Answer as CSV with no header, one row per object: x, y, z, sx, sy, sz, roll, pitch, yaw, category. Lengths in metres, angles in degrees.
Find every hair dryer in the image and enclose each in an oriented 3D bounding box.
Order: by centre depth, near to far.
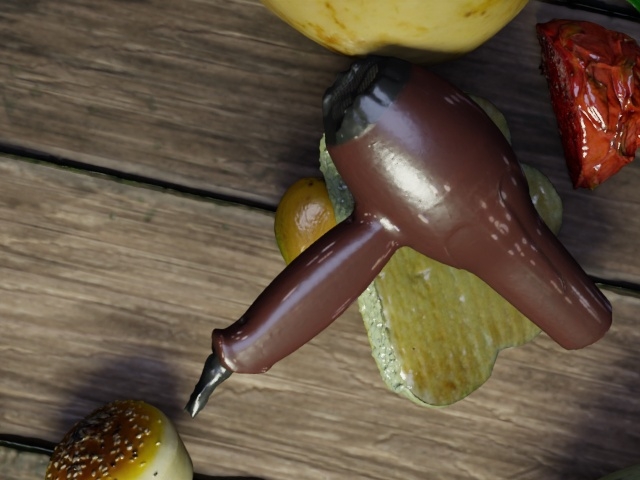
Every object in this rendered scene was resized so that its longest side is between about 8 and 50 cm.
0.043,0.053,1.195,0.340,0.123,0.312,-43,112,-4,hair dryer

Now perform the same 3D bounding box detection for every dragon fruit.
0.262,-0.135,1.311,0.106,0.083,0.162,-12,83,-6,dragon fruit

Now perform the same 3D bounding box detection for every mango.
0.000,0.000,1.297,0.078,0.057,0.114,-8,88,-11,mango

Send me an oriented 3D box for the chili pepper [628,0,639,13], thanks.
0.258,-0.273,1.333,0.108,0.062,0.216,-40,88,1,chili pepper

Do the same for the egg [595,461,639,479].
0.323,0.306,1.166,0.379,0.287,0.288,1,85,-7,egg

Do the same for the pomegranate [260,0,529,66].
0.082,-0.311,1.196,0.342,0.342,0.343,0,85,-3,pomegranate

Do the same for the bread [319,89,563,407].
0.116,-0.006,1.285,0.207,0.056,0.287,-13,94,-21,bread

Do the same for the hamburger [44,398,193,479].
-0.174,0.192,1.240,0.126,0.141,0.081,-34,116,-2,hamburger
